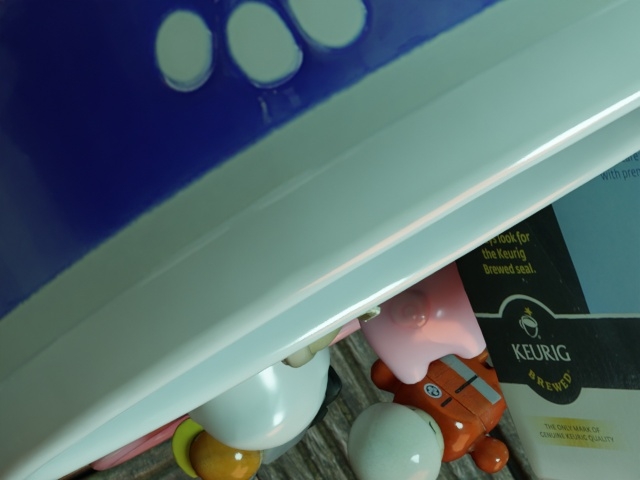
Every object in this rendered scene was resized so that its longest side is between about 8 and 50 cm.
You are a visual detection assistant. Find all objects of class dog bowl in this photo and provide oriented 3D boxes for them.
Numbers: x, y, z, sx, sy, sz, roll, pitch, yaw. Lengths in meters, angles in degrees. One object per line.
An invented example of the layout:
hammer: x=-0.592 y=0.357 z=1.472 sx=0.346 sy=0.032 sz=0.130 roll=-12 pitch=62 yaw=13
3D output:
dog bowl: x=0.009 y=-0.044 z=0.496 sx=0.265 sy=0.104 sz=0.265 roll=-30 pitch=176 yaw=-2

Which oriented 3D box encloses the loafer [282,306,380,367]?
loafer: x=0.000 y=0.000 z=0.957 sx=0.092 sy=0.102 sz=0.268 roll=-25 pitch=175 yaw=4

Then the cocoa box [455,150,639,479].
cocoa box: x=0.242 y=-0.030 z=0.888 sx=0.231 sy=0.228 sz=0.347 roll=-28 pitch=-168 yaw=-30

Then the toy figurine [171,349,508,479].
toy figurine: x=0.028 y=0.178 z=1.243 sx=0.210 sy=0.213 sz=0.148 roll=-3 pitch=-163 yaw=34

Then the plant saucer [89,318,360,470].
plant saucer: x=-0.036 y=0.049 z=1.398 sx=0.332 sy=0.084 sz=0.332 roll=-31 pitch=176 yaw=-2

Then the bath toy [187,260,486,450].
bath toy: x=0.057 y=-0.006 z=1.142 sx=0.348 sy=0.129 sz=0.151 roll=-27 pitch=-142 yaw=7
